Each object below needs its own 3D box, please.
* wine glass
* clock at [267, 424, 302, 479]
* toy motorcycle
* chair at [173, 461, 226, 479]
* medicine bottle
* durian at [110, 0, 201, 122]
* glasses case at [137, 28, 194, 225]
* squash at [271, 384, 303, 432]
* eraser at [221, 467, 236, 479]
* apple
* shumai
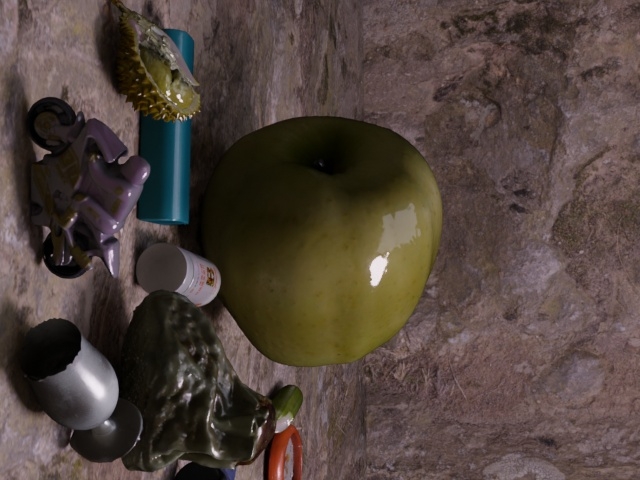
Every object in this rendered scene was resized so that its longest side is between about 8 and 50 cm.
[{"bbox_3d":[-0.298,0.186,1.311,0.222,0.103,0.103,76,19,-51],"label":"wine glass"},{"bbox_3d":[-0.087,0.534,2.495,0.205,0.051,0.205,0,90,-77],"label":"clock"},{"bbox_3d":[-0.275,-0.062,1.273,0.073,0.152,0.224,-47,135,-71],"label":"toy motorcycle"},{"bbox_3d":[-0.202,0.460,1.846,0.221,0.104,0.095,84,-14,-49],"label":"chair"},{"bbox_3d":[-0.225,0.057,1.700,0.183,0.086,0.086,36,55,-77],"label":"medicine bottle"},{"bbox_3d":[-0.259,-0.256,1.532,0.208,0.102,0.146,63,17,-15],"label":"durian"},{"bbox_3d":[-0.238,-0.177,1.683,0.117,0.070,0.300,14,75,-79],"label":"glasses case"},{"bbox_3d":[-0.085,0.389,2.457,0.239,0.069,0.069,-39,128,-76],"label":"squash"},{"bbox_3d":[-0.195,0.386,1.992,0.225,0.036,0.082,76,16,-49],"label":"eraser"},{"bbox_3d":[0.000,0.000,1.950,0.473,0.474,0.473,0,90,-79],"label":"apple"},{"bbox_3d":[-0.176,0.206,1.519,0.225,0.222,0.260,137,-49,-60],"label":"shumai"}]
